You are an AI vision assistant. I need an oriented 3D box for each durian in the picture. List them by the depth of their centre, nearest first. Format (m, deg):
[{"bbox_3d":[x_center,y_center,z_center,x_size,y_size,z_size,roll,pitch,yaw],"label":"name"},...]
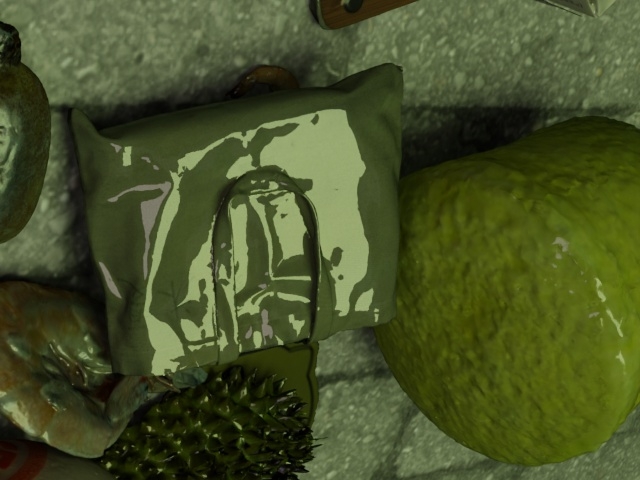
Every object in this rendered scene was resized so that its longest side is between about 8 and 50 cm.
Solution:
[{"bbox_3d":[-0.152,0.267,1.545,0.352,0.158,0.169,-43,170,-13],"label":"durian"}]

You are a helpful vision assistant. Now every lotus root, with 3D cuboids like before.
[{"bbox_3d":[-0.274,-0.086,1.216,0.113,0.088,0.192,-1,116,-35],"label":"lotus root"}]

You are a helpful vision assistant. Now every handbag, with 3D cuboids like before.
[{"bbox_3d":[-0.062,-0.020,1.375,0.316,0.109,0.253,-11,103,-23],"label":"handbag"}]

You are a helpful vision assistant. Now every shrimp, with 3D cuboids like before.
[{"bbox_3d":[-0.204,0.127,1.375,0.062,0.164,0.317,-26,153,29],"label":"shrimp"},{"bbox_3d":[-0.065,-0.116,1.435,0.083,0.023,0.114,27,91,-45],"label":"shrimp"}]

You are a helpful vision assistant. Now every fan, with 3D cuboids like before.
[{"bbox_3d":[-0.120,0.226,1.612,0.335,0.011,0.229,-46,137,-12],"label":"fan"}]

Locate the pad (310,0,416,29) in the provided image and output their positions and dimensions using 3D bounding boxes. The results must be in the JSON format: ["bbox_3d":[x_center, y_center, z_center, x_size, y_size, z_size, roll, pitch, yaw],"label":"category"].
[{"bbox_3d":[0.101,-0.364,1.433,0.286,0.018,0.284,-25,130,-31],"label":"pad"}]

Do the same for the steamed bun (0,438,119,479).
[{"bbox_3d":[-0.295,0.272,1.302,0.283,0.283,0.177,-28,108,-27],"label":"steamed bun"}]

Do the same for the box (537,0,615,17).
[{"bbox_3d":[0.293,-0.384,1.459,0.333,0.173,0.145,-44,139,-19],"label":"box"}]

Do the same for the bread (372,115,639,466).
[{"bbox_3d":[0.241,0.044,1.606,0.308,0.348,0.348,-28,133,-42],"label":"bread"}]
